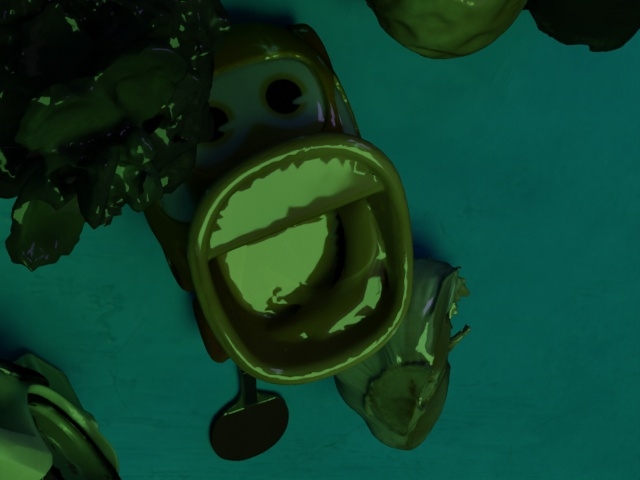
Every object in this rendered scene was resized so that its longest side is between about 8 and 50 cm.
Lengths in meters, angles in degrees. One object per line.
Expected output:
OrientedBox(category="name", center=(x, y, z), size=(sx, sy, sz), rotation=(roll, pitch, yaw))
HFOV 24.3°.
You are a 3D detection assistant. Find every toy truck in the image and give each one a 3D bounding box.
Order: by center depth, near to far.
OrientedBox(category="toy truck", center=(-0.048, -0.039, 1.300), size=(0.204, 0.211, 0.288), rotation=(-22, 120, -11))

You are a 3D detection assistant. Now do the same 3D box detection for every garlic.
OrientedBox(category="garlic", center=(0.077, 0.114, 1.609), size=(0.143, 0.178, 0.229), rotation=(10, 125, 17))

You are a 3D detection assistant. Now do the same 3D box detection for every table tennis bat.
OrientedBox(category="table tennis bat", center=(-0.080, 0.194, 1.667), size=(0.095, 0.014, 0.158), rotation=(-16, 137, -17))

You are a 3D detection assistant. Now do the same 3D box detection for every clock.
OrientedBox(category="clock", center=(-0.309, 0.152, 1.301), size=(0.120, 0.276, 0.379), rotation=(-37, 142, 3))

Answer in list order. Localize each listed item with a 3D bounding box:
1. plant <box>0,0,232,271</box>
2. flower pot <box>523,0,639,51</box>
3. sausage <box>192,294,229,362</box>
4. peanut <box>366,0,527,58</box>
OrientedBox(category="plant", center=(-0.173, -0.121, 1.098), size=(0.213, 0.312, 0.215), rotation=(-4, 128, -25))
OrientedBox(category="flower pot", center=(0.257, -0.250, 1.380), size=(0.157, 0.157, 0.107), rotation=(-9, 145, -25))
OrientedBox(category="sausage", center=(-0.077, 0.042, 1.486), size=(0.089, 0.089, 0.179), rotation=(0, 131, -32))
OrientedBox(category="peanut", center=(0.081, -0.321, 1.187), size=(0.192, 0.169, 0.387), rotation=(2, 130, 13))
